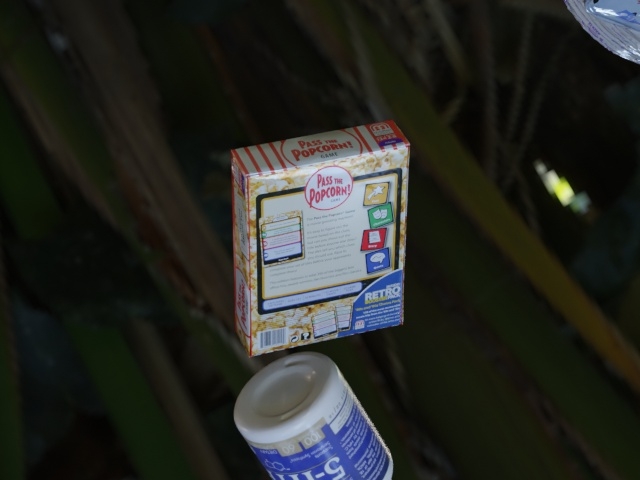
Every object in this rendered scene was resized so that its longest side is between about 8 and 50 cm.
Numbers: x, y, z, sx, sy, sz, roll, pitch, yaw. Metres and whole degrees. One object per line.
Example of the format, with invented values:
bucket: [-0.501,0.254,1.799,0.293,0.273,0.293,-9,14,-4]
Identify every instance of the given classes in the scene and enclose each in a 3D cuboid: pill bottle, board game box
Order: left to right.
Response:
board game box: [0.000,0.000,1.547,0.146,0.045,0.194,-11,127,-16]
pill bottle: [0.005,0.208,1.736,0.112,0.187,0.112,-22,-148,15]

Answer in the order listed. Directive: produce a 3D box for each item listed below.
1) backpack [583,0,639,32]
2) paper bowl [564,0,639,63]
backpack: [0.335,-0.277,1.440,0.276,0.213,0.263,7,156,-27]
paper bowl: [0.340,-0.302,1.696,0.284,0.284,0.148,-26,-170,-17]
